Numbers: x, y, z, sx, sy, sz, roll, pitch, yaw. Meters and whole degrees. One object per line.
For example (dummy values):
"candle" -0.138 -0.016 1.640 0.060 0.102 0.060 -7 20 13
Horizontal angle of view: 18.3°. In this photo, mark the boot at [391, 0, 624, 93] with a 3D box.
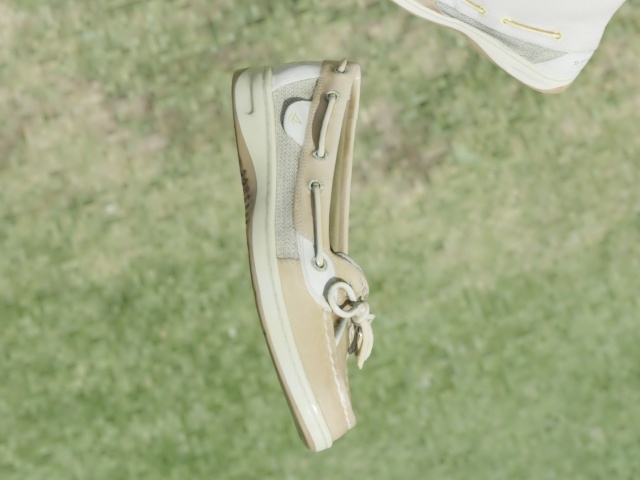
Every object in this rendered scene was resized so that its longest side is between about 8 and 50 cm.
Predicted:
"boot" 0.132 -0.218 1.426 0.213 0.077 0.165 34 137 -3

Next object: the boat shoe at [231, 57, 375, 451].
"boat shoe" 0.000 0.001 0.702 0.048 0.153 0.056 -10 146 3
